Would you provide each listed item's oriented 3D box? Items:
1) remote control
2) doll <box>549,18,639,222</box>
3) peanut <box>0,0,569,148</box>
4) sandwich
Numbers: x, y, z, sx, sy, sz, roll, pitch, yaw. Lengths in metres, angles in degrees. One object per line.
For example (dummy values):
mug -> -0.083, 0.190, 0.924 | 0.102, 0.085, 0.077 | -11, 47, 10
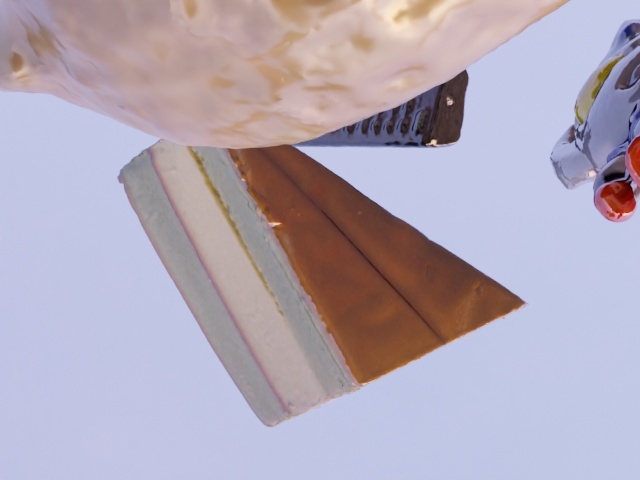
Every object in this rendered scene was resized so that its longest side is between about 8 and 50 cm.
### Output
remote control -> -0.010, -0.087, 1.020 | 0.025, 0.245, 0.063 | 19, -100, -46
doll -> 0.130, -0.049, 0.588 | 0.062, 0.104, 0.195 | 32, -164, 0
peanut -> 0.018, -0.132, 0.467 | 0.158, 0.340, 0.174 | 17, -137, -58
sandwich -> 0.000, 0.000, 0.931 | 0.144, 0.117, 0.187 | -29, -90, -41
